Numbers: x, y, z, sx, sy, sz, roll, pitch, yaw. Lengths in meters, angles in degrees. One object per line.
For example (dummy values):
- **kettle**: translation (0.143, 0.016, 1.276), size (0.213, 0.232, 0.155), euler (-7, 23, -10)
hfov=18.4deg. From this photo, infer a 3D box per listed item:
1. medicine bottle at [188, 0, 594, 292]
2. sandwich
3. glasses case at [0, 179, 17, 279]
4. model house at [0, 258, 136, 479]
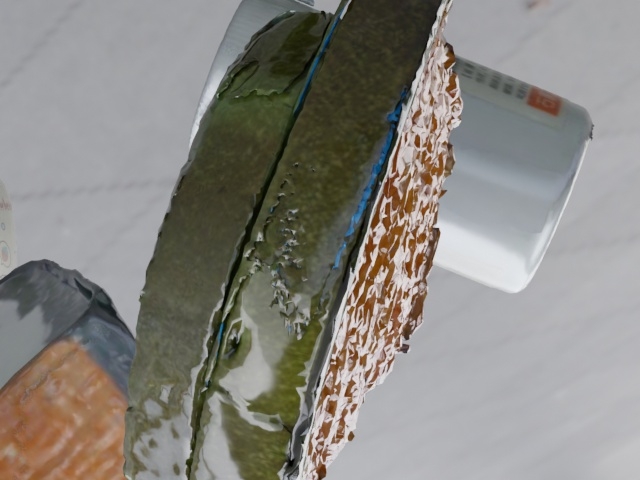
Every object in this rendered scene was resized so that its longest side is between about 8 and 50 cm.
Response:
- **medicine bottle**: translation (0.046, -0.070, 1.342), size (0.144, 0.252, 0.144), euler (-159, -90, -89)
- **sandwich**: translation (-0.005, -0.007, 0.763), size (0.159, 0.079, 0.235), euler (-30, 134, -69)
- **glasses case**: translation (-0.302, 0.036, 1.738), size (0.051, 0.204, 0.081), euler (-8, 165, 23)
- **model house**: translation (-0.161, 0.206, 1.179), size (0.271, 0.301, 0.190), euler (-43, -165, -12)
